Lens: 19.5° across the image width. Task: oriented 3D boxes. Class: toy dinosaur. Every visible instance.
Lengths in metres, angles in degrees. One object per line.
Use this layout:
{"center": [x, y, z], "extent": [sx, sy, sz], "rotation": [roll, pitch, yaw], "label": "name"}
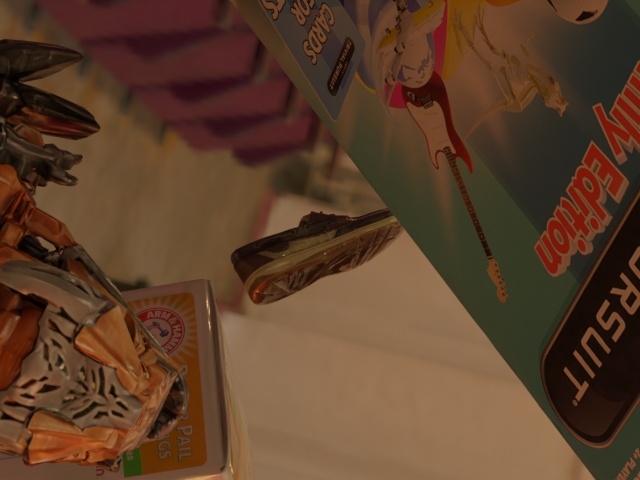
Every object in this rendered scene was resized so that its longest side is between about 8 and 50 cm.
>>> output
{"center": [-0.177, -0.030, 0.616], "extent": [0.164, 0.322, 0.218], "rotation": [-41, 168, 6], "label": "toy dinosaur"}

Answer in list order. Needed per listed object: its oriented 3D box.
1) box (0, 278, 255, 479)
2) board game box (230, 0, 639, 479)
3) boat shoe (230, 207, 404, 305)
{"center": [-0.134, 0.103, 0.832], "extent": [0.114, 0.203, 0.103], "rotation": [78, 4, -52], "label": "box"}
{"center": [0.085, -0.098, 0.671], "extent": [0.079, 0.336, 0.254], "rotation": [-22, 152, -29], "label": "board game box"}
{"center": [0.000, 0.000, 1.432], "extent": [0.152, 0.049, 0.056], "rotation": [-21, 155, -34], "label": "boat shoe"}
